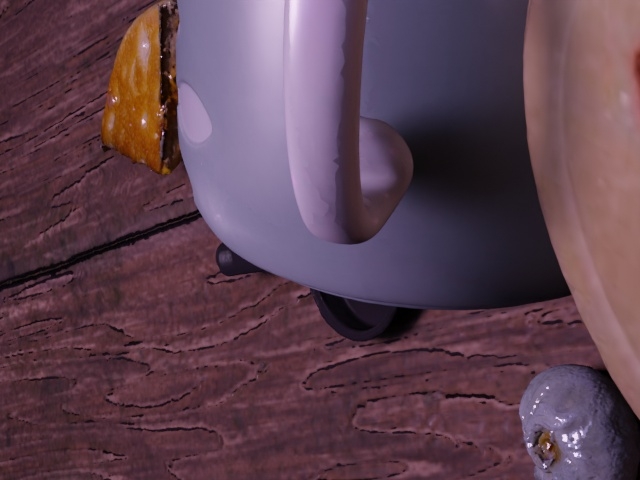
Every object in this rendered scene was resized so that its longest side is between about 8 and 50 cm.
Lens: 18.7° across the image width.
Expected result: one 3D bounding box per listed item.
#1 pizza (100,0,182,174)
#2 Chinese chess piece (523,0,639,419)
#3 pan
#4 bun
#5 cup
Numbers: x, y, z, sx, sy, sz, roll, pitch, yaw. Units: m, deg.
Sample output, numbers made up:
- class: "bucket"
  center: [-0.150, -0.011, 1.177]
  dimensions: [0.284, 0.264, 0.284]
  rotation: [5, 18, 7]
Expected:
- class: "pizza"
  center: [-0.122, -0.106, 1.463]
  dimensions: [0.131, 0.041, 0.178]
  rotation: [62, 142, 40]
- class: "Chinese chess piece"
  center: [0.219, -0.023, 0.698]
  dimensions: [0.338, 0.141, 0.338]
  rotation: [42, 146, 37]
- class: "pan"
  center: [0.000, 0.000, 1.274]
  dimensions: [0.235, 0.028, 0.136]
  rotation: [-8, 85, 57]
- class: "bun"
  center: [0.136, 0.107, 1.035]
  dimensions: [0.083, 0.045, 0.083]
  rotation: [27, 120, 59]
- class: "cup"
  center: [0.046, -0.107, 0.888]
  dimensions: [0.356, 0.259, 0.274]
  rotation: [-50, -34, -66]
